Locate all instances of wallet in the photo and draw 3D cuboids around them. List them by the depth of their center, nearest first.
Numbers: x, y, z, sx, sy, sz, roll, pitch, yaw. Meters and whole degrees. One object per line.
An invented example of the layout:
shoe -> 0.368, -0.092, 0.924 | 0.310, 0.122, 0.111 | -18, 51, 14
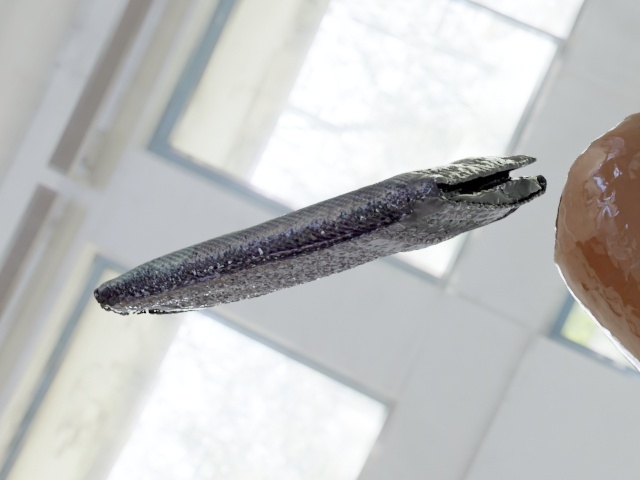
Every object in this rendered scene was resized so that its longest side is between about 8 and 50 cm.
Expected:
wallet -> 0.001, 0.001, 0.780 | 0.111, 0.166, 0.030 | -15, -93, -60

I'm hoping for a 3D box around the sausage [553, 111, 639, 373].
sausage -> 0.166, 0.099, 0.490 | 0.087, 0.327, 0.079 | -35, -26, 12
